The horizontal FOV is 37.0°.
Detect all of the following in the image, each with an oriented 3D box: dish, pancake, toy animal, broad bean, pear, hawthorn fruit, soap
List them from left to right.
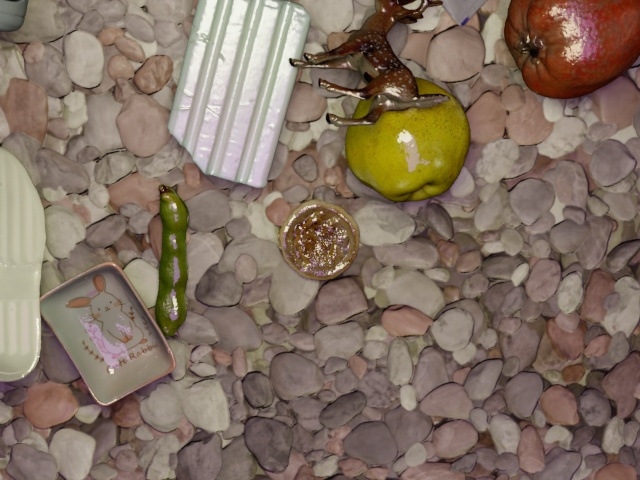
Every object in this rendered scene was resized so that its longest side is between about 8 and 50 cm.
[{"bbox_3d":[-0.343,0.144,1.560,0.151,0.077,0.212,-28,104,3],"label":"dish"},{"bbox_3d":[-0.241,0.033,1.558,0.052,0.052,0.256,9,104,31],"label":"broad bean"},{"bbox_3d":[-0.131,-0.244,1.482,0.172,0.095,0.290,14,102,-10],"label":"soap"},{"bbox_3d":[0.000,0.000,1.588,0.139,0.022,0.140,-1,103,-6],"label":"pancake"},{"bbox_3d":[0.090,-0.279,1.430,0.259,0.087,0.244,-17,69,-20],"label":"toy animal"},{"bbox_3d":[0.135,-0.155,1.486,0.198,0.198,0.198,-1,103,-5],"label":"pear"},{"bbox_3d":[0.419,-0.334,1.469,0.262,0.210,0.211,-19,104,-15],"label":"hawthorn fruit"}]

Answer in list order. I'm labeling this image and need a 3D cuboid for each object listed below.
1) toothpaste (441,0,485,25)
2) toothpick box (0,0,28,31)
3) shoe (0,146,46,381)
[{"bbox_3d":[0.135,-0.497,1.464,0.371,0.080,0.125,40,96,-18],"label":"toothpaste"},{"bbox_3d":[-0.502,-0.493,1.327,0.263,0.263,0.355,15,100,-9],"label":"toothpick box"},{"bbox_3d":[-0.519,0.041,1.506,0.131,0.160,0.363,-2,84,-37],"label":"shoe"}]
